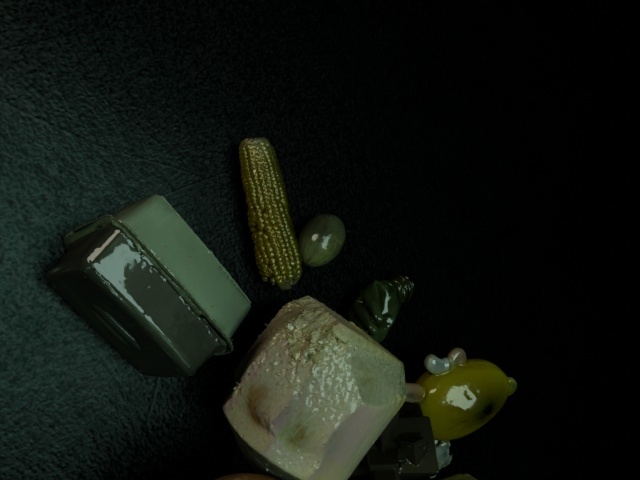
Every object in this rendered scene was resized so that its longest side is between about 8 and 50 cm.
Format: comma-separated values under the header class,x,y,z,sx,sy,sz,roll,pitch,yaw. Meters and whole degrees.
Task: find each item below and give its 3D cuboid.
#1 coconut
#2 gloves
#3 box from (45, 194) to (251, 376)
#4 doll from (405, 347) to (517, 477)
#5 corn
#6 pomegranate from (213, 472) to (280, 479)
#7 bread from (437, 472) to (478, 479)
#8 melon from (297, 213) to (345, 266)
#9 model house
class,x,y,z,sx,sy,sz,roll,pitch,yaw
coconut,-0.025,0.285,0.890,0.298,0.297,0.309,38,86,-29
gloves,0.131,0.164,1.138,0.268,0.107,0.135,-37,118,-49
box,-0.273,0.081,0.782,0.290,0.221,0.166,54,46,-21
doll,0.289,0.428,1.217,0.423,0.161,0.347,30,92,-31
corn,-0.103,-0.052,0.988,0.097,0.097,0.319,-14,94,-36
pomegranate,-0.161,0.577,0.759,0.412,0.412,0.410,2,87,-36
bread,0.280,0.699,1.235,0.362,0.077,0.138,6,86,-36
melon,0.000,0.000,1.055,0.130,0.098,0.098,-50,115,-21
model house,0.123,0.416,0.977,0.212,0.243,0.204,-5,96,3
